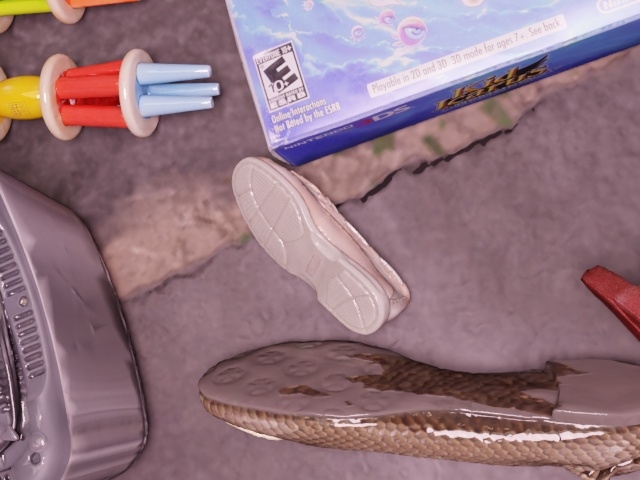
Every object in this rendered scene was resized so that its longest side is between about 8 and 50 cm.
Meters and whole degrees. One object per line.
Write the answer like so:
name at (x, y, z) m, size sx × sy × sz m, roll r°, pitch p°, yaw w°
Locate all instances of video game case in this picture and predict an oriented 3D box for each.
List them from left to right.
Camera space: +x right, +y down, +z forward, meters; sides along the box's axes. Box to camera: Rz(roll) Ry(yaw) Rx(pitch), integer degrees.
video game case at (0.066, -0.201, 0.634) m, size 0.269 × 0.061 × 0.244 m, roll -19°, pitch 79°, yaw 11°

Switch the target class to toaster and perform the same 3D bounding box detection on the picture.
toaster at (-0.178, 0.066, 0.618) m, size 0.129 × 0.146 × 0.227 m, roll -23°, pitch 79°, yaw 11°

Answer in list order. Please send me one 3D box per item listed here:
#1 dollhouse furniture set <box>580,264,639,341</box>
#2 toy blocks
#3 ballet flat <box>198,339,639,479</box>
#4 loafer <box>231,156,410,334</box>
dollhouse furniture set at (0.323, 0.096, 0.519) m, size 0.201 × 0.152 × 0.374 m, roll -41°, pitch 94°, yaw 5°
toy blocks at (-0.133, -0.121, 0.675) m, size 0.148 × 0.054 × 0.123 m, roll -1°, pitch 84°, yaw 13°
ballet flat at (0.057, 0.095, 0.604) m, size 0.250 × 0.084 × 0.058 m, roll 1°, pitch 116°, yaw 10°
loafer at (0.000, 0.000, 0.644) m, size 0.125 × 0.039 × 0.045 m, roll 49°, pitch 129°, yaw 16°
